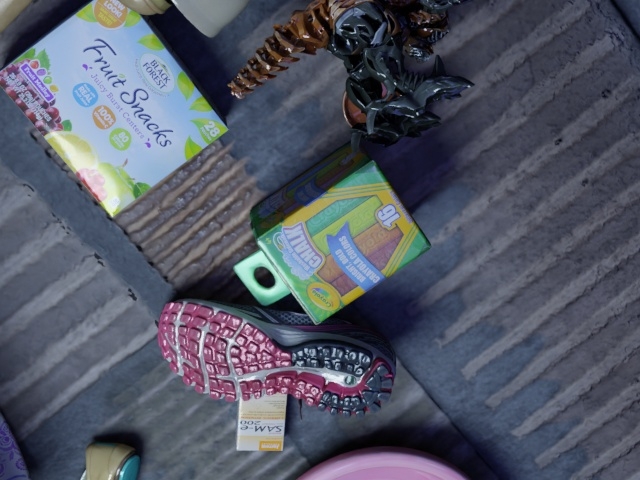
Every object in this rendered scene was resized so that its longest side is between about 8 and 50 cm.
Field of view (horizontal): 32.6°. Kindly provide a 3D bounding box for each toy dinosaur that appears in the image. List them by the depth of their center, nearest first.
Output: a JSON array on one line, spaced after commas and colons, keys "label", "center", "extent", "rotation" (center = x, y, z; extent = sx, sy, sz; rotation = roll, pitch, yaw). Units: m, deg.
[{"label": "toy dinosaur", "center": [0.058, -0.225, 1.241], "extent": [0.322, 0.164, 0.218], "rotation": [-26, 83, 8]}]

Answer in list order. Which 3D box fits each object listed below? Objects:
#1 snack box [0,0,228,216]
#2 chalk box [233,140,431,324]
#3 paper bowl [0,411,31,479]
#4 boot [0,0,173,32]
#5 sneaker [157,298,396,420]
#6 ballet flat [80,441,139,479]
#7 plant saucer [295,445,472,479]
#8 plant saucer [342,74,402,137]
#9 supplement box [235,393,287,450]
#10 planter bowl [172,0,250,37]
[{"label": "snack box", "center": [-0.235, -0.162, 1.253], "extent": [0.174, 0.070, 0.207], "rotation": [-36, 109, 4]}, {"label": "chalk box", "center": [0.000, 0.000, 1.304], "extent": [0.213, 0.132, 0.132], "rotation": [-35, 108, 3]}, {"label": "paper bowl", "center": [-0.454, 0.274, 1.242], "extent": [0.148, 0.284, 0.284], "rotation": [-26, 109, 1]}, {"label": "boot", "center": [-0.317, -0.258, 1.166], "extent": [0.269, 0.089, 0.236], "rotation": [-39, 78, 11]}, {"label": "sneaker", "center": [-0.055, 0.138, 1.356], "extent": [0.299, 0.112, 0.120], "rotation": [15, 112, 2]}, {"label": "ballet flat", "center": [-0.283, 0.364, 1.418], "extent": [0.073, 0.080, 0.232], "rotation": [15, 104, 17]}, {"label": "plant saucer", "center": [0.073, 0.418, 1.469], "extent": [0.332, 0.084, 0.332], "rotation": [-2, 107, -7]}, {"label": "plant saucer", "center": [0.067, -0.166, 1.325], "extent": [0.084, 0.013, 0.083], "rotation": [-3, 108, -8]}, {"label": "supplement box", "center": [-0.076, 0.219, 1.410], "extent": [0.062, 0.036, 0.098], "rotation": [1, 107, -8]}, {"label": "planter bowl", "center": [-0.118, -0.314, 1.166], "extent": [0.109, 0.162, 0.162], "rotation": [-33, 109, 12]}]
